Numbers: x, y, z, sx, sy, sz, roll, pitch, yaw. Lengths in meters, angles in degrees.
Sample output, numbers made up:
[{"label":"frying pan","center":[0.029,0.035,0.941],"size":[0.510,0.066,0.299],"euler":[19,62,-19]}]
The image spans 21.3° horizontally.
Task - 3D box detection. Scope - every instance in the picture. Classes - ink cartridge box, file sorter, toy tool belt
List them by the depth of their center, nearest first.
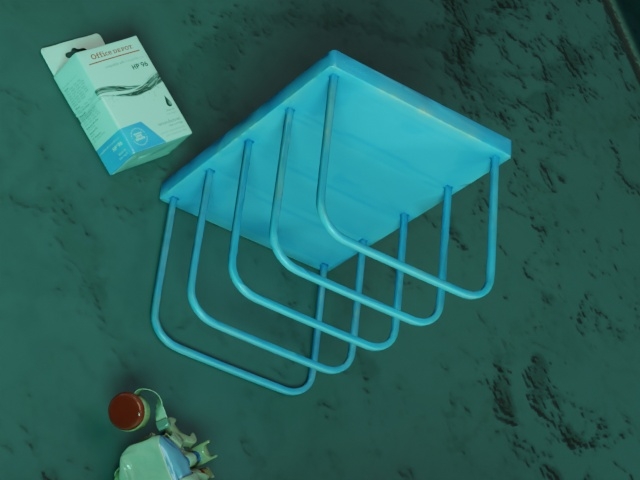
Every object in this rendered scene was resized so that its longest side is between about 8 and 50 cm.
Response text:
[{"label":"toy tool belt","center":[-0.079,0.116,0.865],"size":[0.083,0.052,0.051],"euler":[68,14,9]},{"label":"file sorter","center":[0.000,0.000,0.910],"size":[0.118,0.170,0.104],"euler":[25,55,-27]},{"label":"ink cartridge box","center":[-0.116,-0.084,0.962],"size":[0.048,0.028,0.083],"euler":[-25,81,-46]}]
